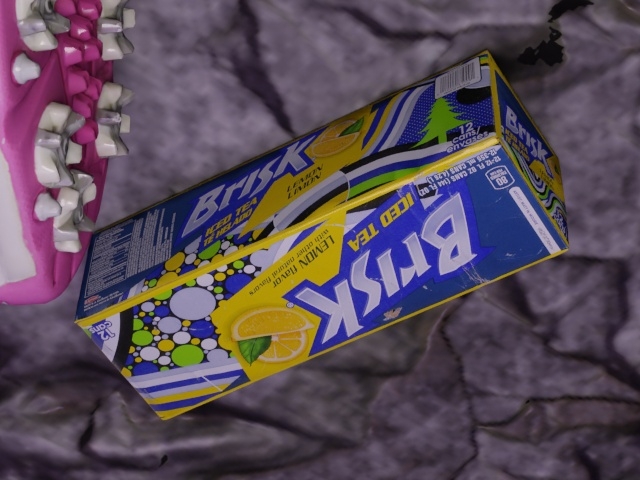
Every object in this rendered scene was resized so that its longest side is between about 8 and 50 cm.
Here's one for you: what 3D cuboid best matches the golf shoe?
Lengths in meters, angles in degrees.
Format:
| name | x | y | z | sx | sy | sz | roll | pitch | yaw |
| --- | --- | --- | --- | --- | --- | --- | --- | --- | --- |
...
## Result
| name | x | y | z | sx | sy | sz | roll | pitch | yaw |
| --- | --- | --- | --- | --- | --- | --- | --- | --- | --- |
| golf shoe | -0.139 | -0.115 | 0.577 | 0.140 | 0.115 | 0.306 | -1 | 122 | 13 |

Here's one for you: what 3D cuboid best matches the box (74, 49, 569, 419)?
| name | x | y | z | sx | sy | sz | roll | pitch | yaw |
| --- | --- | --- | --- | --- | --- | --- | --- | --- | --- |
| box | 0.000 | 0.000 | 0.699 | 0.169 | 0.054 | 0.059 | -23 | 126 | 20 |
